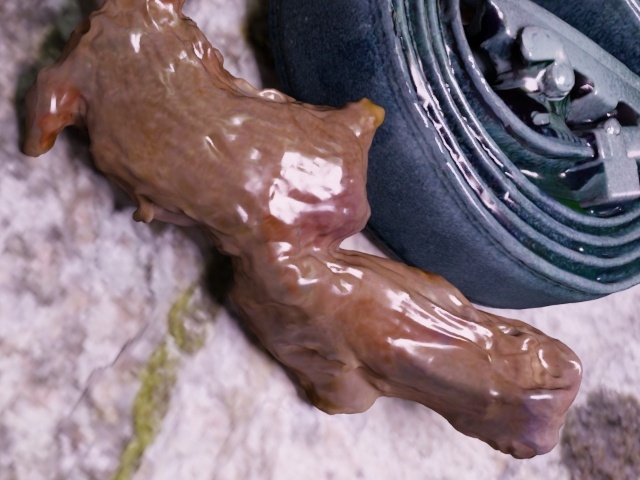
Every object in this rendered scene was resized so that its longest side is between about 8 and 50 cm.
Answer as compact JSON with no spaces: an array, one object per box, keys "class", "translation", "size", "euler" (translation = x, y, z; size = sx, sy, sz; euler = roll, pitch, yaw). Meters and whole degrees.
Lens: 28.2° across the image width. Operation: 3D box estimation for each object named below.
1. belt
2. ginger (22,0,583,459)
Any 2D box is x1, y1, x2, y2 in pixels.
[{"class":"belt","translation":[0.088,-0.082,0.665],"size":[0.267,0.116,0.206],"euler":[38,61,-25]},{"class":"ginger","translation":[-0.002,-0.002,0.584],"size":[0.290,0.084,0.122],"euler":[43,86,-12]}]
